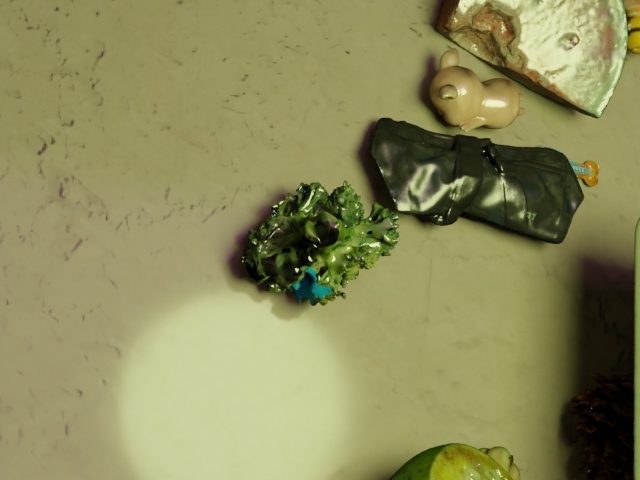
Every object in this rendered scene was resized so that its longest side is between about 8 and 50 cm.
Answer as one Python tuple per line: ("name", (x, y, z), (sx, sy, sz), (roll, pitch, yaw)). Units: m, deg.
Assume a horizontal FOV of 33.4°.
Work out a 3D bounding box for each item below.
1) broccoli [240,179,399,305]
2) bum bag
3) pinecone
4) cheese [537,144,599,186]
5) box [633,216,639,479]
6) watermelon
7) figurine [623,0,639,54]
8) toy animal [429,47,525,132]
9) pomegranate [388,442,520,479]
("broccoli", (0.000, 0.000, 1.220), (0.167, 0.160, 0.154), (21, 87, 3))
("bum bag", (0.205, -0.075, 1.363), (0.310, 0.074, 0.137), (9, 67, -17))
("pinecone", (0.384, 0.241, 1.322), (0.174, 0.173, 0.173), (5, 75, -21))
("cheese", (0.333, -0.101, 1.456), (0.111, 0.017, 0.047), (12, 76, -20))
("box", (0.503, 0.170, 1.271), (0.367, 0.090, 0.372), (22, 64, -36))
("watermelon", (0.274, -0.300, 1.441), (0.226, 0.148, 0.318), (-28, 103, -8))
("figurine", (0.492, -0.424, 1.501), (0.323, 0.196, 0.320), (22, 76, -26))
("toy animal", (0.203, -0.189, 1.390), (0.150, 0.083, 0.089), (10, 114, -29))
("pomegranate", (0.141, 0.321, 1.209), (0.190, 0.159, 0.240), (32, 40, -21))
